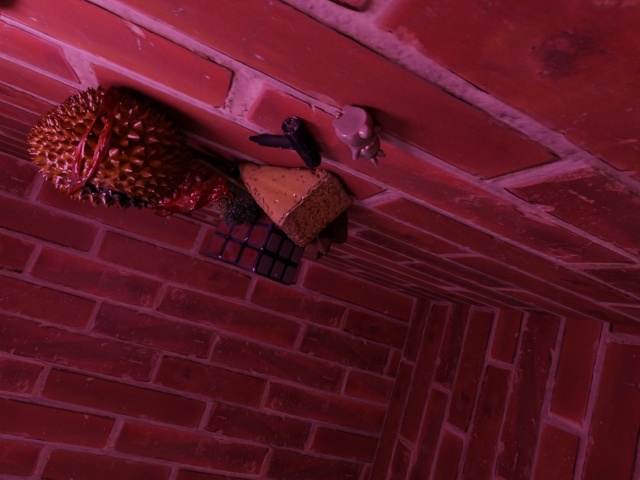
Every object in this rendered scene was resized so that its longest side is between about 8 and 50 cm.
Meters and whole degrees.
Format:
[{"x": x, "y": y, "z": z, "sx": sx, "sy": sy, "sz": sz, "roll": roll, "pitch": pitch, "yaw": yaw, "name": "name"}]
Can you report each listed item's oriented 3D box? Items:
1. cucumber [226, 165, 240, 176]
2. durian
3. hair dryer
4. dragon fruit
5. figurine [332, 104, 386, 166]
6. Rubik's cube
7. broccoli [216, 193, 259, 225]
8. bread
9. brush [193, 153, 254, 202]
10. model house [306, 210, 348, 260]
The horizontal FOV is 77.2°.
[{"x": -0.284, "y": -0.225, "z": 1.324, "sx": 0.033, "sy": 0.034, "sz": 0.135, "roll": -15, "pitch": -172, "yaw": 1, "name": "cucumber"}, {"x": -0.534, "y": -0.232, "z": 1.053, "sx": 0.385, "sy": 0.347, "sz": 0.348, "roll": -14, "pitch": -169, "yaw": -36, "name": "durian"}, {"x": -0.107, "y": -0.248, "z": 0.967, "sx": 0.195, "sy": 0.050, "sz": 0.173, "roll": 17, "pitch": 168, "yaw": 20, "name": "hair dryer"}, {"x": -0.479, "y": -0.192, "z": 1.379, "sx": 0.330, "sy": 0.227, "sz": 0.286, "roll": 18, "pitch": 169, "yaw": 8, "name": "dragon fruit"}, {"x": 0.080, "y": -0.212, "z": 0.799, "sx": 0.098, "sy": 0.081, "sz": 0.146, "roll": 60, "pitch": -168, "yaw": 20, "name": "figurine"}, {"x": -0.268, "y": 0.000, "z": 1.803, "sx": 0.305, "sy": 0.303, "sz": 0.301, "roll": 19, "pitch": 173, "yaw": 31, "name": "Rubik's cube"}, {"x": -0.328, "y": -0.157, "z": 1.563, "sx": 0.194, "sy": 0.194, "sz": 0.219, "roll": 17, "pitch": 152, "yaw": 1, "name": "broccoli"}, {"x": -0.082, "y": -0.171, "z": 1.284, "sx": 0.315, "sy": 0.279, "sz": 0.248, "roll": 60, "pitch": -170, "yaw": 26, "name": "bread"}, {"x": -0.314, "y": -0.205, "z": 1.356, "sx": 0.054, "sy": 0.048, "sz": 0.282, "roll": 38, "pitch": -177, "yaw": 42, "name": "brush"}, {"x": 0.000, "y": 0.000, "z": 1.402, "sx": 0.181, "sy": 0.176, "sz": 0.248, "roll": 9, "pitch": -153, "yaw": -8, "name": "model house"}]
